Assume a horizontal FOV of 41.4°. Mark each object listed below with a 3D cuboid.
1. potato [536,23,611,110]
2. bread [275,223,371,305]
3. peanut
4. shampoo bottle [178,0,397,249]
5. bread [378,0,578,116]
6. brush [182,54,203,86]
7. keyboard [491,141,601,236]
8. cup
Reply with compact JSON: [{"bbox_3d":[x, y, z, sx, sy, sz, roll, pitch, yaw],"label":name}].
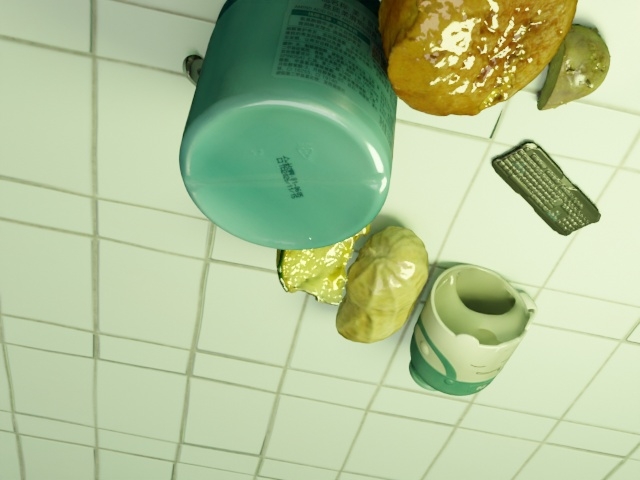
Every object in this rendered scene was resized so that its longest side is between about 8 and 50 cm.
[{"bbox_3d":[0.431,-0.267,1.425,0.100,0.089,0.172,7,136,-4],"label":"potato"},{"bbox_3d":[0.000,-0.006,1.741,0.174,0.252,0.133,18,180,-14],"label":"bread"},{"bbox_3d":[0.136,0.106,1.813,0.158,0.174,0.340,31,145,19],"label":"peanut"},{"bbox_3d":[-0.039,-0.209,1.367,0.331,0.343,0.331,3,137,3],"label":"shampoo bottle"},{"bbox_3d":[0.229,-0.325,1.272,0.312,0.172,0.312,-17,143,-13],"label":"bread"},{"bbox_3d":[-0.166,-0.227,1.581,0.060,0.068,0.297,-4,137,45],"label":"brush"},{"bbox_3d":[0.446,-0.097,1.660,0.106,0.016,0.262,-30,126,33],"label":"keyboard"},{"bbox_3d":[0.346,0.200,1.872,0.289,0.219,0.258,-14,145,-25],"label":"cup"}]
